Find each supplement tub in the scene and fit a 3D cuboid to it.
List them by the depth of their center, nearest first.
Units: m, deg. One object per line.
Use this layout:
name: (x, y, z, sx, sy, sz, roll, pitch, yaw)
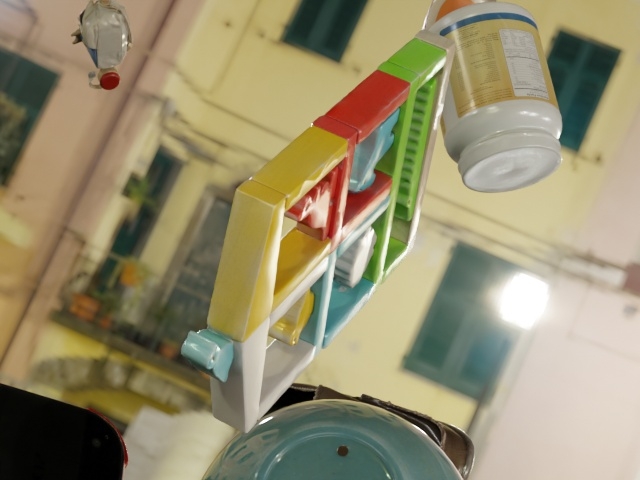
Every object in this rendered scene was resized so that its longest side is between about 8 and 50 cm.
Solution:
supplement tub: (0.212, -0.173, 1.809, 0.144, 0.200, 0.144, -9, -23, -4)

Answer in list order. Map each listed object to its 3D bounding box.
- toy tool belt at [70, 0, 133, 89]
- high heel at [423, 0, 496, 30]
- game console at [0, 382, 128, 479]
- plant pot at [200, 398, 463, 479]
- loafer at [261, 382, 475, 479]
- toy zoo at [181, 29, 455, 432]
toy tool belt: (-0.196, -0.181, 1.329, 0.083, 0.052, 0.051, 95, -26, -47)
high heel: (0.201, -0.357, 2.070, 0.082, 0.244, 0.117, 25, -1, -12)
game console: (-0.374, 0.309, 1.537, 0.342, 0.386, 0.060, 19, -43, -20)
plant pot: (0.009, 0.263, 1.344, 0.290, 0.290, 0.195, 22, -23, 12)
loafer: (0.028, 0.253, 1.844, 0.366, 0.134, 0.130, 5, -23, 46)
toy zoo: (0.000, 0.000, 0.999, 0.030, 0.293, 0.192, 24, -50, 19)
